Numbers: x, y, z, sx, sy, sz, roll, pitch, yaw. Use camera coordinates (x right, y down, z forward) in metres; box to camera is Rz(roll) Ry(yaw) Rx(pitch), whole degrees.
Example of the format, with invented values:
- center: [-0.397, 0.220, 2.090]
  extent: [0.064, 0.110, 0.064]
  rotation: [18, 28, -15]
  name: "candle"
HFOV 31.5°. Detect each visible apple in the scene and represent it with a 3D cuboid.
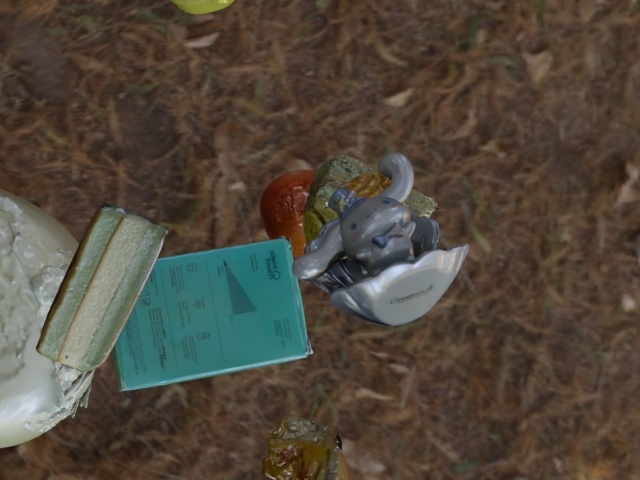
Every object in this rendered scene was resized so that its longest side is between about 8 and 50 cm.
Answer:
- center: [-0.031, -0.046, 1.979]
  extent: [0.139, 0.163, 0.163]
  rotation: [-5, 97, 10]
  name: "apple"

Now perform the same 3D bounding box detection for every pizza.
- center: [0.021, 0.312, 0.880]
  extent: [0.073, 0.182, 0.365]
  rotation: [-17, 79, 4]
  name: "pizza"

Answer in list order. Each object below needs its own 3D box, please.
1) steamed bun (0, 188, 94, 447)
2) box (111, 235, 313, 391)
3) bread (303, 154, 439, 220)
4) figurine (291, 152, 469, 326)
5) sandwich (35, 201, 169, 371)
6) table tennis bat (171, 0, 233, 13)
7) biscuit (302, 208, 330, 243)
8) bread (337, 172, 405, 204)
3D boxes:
- center: [-0.400, 0.097, 1.484]
  extent: [0.232, 0.312, 0.334]
  rotation: [5, 97, -7]
  name: "steamed bun"
- center: [-0.190, 0.122, 1.843]
  extent: [0.311, 0.118, 0.205]
  rotation: [-10, 86, -14]
  name: "box"
- center: [0.077, -0.056, 1.860]
  extent: [0.196, 0.138, 0.102]
  rotation: [26, 76, -12]
  name: "bread"
- center: [0.028, 0.004, 0.626]
  extent: [0.094, 0.082, 0.086]
  rotation: [-19, 58, -12]
  name: "figurine"
- center: [-0.224, 0.053, 1.160]
  extent: [0.079, 0.163, 0.113]
  rotation: [24, 56, -13]
  name: "sandwich"
- center: [-0.130, -0.329, 0.947]
  extent: [0.224, 0.054, 0.369]
  rotation: [-19, 59, -2]
  name: "table tennis bat"
- center: [0.000, 0.000, 1.511]
  extent: [0.023, 0.084, 0.084]
  rotation: [-17, 101, -17]
  name: "biscuit"
- center: [0.069, -0.057, 1.529]
  extent: [0.083, 0.110, 0.044]
  rotation: [-29, 117, -15]
  name: "bread"
